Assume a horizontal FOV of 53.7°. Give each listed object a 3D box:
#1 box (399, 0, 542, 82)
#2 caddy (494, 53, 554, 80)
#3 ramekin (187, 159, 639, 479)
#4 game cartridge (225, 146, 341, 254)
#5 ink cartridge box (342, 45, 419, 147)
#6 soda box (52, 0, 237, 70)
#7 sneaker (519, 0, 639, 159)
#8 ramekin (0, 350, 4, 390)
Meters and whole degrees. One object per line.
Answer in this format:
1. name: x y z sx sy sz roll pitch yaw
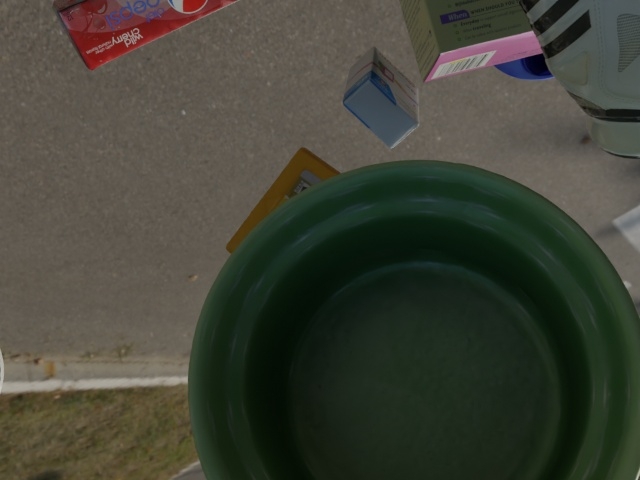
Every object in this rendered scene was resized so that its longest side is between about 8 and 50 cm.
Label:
1. box: 0.222 -0.376 0.886 0.214 0.242 0.117 -15 176 -3
2. caddy: 0.428 -0.458 1.136 0.179 0.241 0.341 -23 143 -56
3. ramekin: 0.069 0.106 0.482 0.303 0.303 0.148 -25 155 3
4. game cartridge: 0.000 0.000 1.332 0.285 0.324 0.053 -53 159 0
5. ink cartridge box: 0.081 -0.189 0.826 0.088 0.122 0.052 39 120 -19
6. soda box: -0.244 -0.351 0.920 0.263 0.083 0.092 -30 128 -12
7. sneaker: 0.301 -0.177 0.386 0.257 0.169 0.448 38 163 -26
8. ramekin: -0.672 0.235 1.059 0.273 0.272 0.127 -8 177 -34
